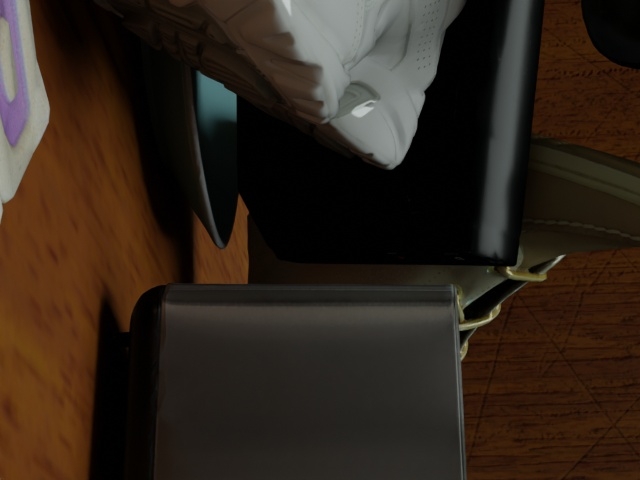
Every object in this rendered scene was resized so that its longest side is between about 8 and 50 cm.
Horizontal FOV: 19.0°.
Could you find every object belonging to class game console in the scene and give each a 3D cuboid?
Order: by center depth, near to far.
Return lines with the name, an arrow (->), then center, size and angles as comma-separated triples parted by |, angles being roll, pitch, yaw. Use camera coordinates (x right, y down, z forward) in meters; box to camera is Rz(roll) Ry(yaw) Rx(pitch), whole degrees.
game console -> 0.110, -0.094, 0.660 | 0.044, 0.361, 0.213 | 14, 80, -48

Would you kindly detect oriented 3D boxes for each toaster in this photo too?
toaster -> -0.007, 0.110, 0.616 | 0.168, 0.110, 0.185 | 84, 4, -57

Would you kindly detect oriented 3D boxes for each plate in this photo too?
plate -> -0.051, -0.090, 0.739 | 0.188, 0.024, 0.188 | -2, 90, -86

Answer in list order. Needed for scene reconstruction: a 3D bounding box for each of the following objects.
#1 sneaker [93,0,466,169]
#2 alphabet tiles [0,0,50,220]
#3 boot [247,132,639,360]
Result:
sneaker -> -0.001, -0.097, 0.588 | 0.115, 0.090, 0.232 | -61, 170, 2
alphabet tiles -> -0.076, -0.031, 0.267 | 0.284, 0.021, 0.278 | -86, 173, -66
boot -> 0.050, 0.036, 0.761 | 0.077, 0.213, 0.165 | 16, 85, -55
